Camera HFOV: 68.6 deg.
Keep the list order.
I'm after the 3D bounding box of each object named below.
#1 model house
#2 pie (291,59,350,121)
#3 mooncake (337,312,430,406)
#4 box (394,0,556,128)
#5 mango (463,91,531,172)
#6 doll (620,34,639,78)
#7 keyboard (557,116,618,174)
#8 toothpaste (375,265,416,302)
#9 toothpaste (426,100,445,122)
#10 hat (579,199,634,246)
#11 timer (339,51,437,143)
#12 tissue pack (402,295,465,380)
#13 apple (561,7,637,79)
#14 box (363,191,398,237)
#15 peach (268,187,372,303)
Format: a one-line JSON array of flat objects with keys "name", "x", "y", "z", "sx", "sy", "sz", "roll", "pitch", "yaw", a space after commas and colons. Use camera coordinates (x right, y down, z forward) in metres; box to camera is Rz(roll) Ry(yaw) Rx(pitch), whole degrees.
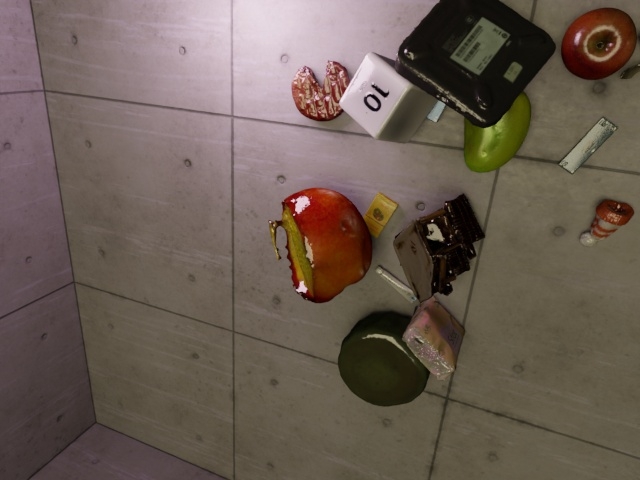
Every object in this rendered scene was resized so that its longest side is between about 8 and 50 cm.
[{"name": "model house", "x": 0.432, "y": 0.021, "z": 1.553, "sx": 0.283, "sy": 0.297, "sz": 0.316, "roll": -25, "pitch": 95, "yaw": -15}, {"name": "pie", "x": 0.003, "y": -0.520, "z": 1.633, "sx": 0.219, "sy": 0.054, "sz": 0.204, "roll": 10, "pitch": 113, "yaw": 18}, {"name": "mooncake", "x": 0.255, "y": 0.459, "z": 1.830, "sx": 0.357, "sy": 0.194, "sz": 0.355, "roll": 7, "pitch": 112, "yaw": 17}, {"name": "box", "x": 0.430, "y": -0.524, "z": 1.311, "sx": 0.350, "sy": 0.091, "sz": 0.359, "roll": 37, "pitch": 79, "yaw": 10}, {"name": "mango", "x": 0.530, "y": -0.343, "z": 1.413, "sx": 0.186, "sy": 0.149, "sz": 0.272, "roll": 0, "pitch": 108, "yaw": 10}, {"name": "doll", "x": 0.940, "y": -0.449, "z": 1.234, "sx": 0.286, "sy": 0.091, "sz": 0.203, "roll": 48, "pitch": 132, "yaw": -2}, {"name": "keyboard", "x": 0.796, "y": -0.281, "z": 1.399, "sx": 0.055, "sy": 0.014, "sz": 0.176, "roll": 38, "pitch": 120, "yaw": 5}, {"name": "toothpaste", "x": 0.289, "y": 0.166, "z": 1.792, "sx": 0.190, "sy": 0.031, "sz": 0.048, "roll": 39, "pitch": 118, "yaw": 2}, {"name": "toothpaste", "x": 0.401, "y": -0.507, "z": 1.463, "sx": 0.066, "sy": 0.053, "sz": 0.272, "roll": 28, "pitch": 118, "yaw": 7}, {"name": "hat", "x": 0.861, "y": -0.040, "z": 1.430, "sx": 0.093, "sy": 0.112, "sz": 0.162, "roll": 45, "pitch": 136, "yaw": 34}, {"name": "timer", "x": 0.213, "y": -0.438, "z": 1.460, "sx": 0.195, "sy": 0.195, "sz": 0.192, "roll": 50, "pitch": 124, "yaw": 26}, {"name": "tissue pack", "x": 0.404, "y": 0.343, "z": 1.679, "sx": 0.215, "sy": 0.257, "sz": 0.123, "roll": 47, "pitch": 124, "yaw": 1}, {"name": "apple", "x": 0.736, "y": -0.518, "z": 1.245, "sx": 0.181, "sy": 0.168, "sz": 0.180, "roll": 10, "pitch": 119, "yaw": 19}, {"name": "box", "x": 0.212, "y": -0.092, "z": 1.727, "sx": 0.087, "sy": 0.023, "sz": 0.155, "roll": 35, "pitch": 120, "yaw": 10}, {"name": "peach", "x": 0.019, "y": 0.009, "z": 1.687, "sx": 0.335, "sy": 0.310, "sz": 0.405, "roll": -14, "pitch": 94, "yaw": 66}]
